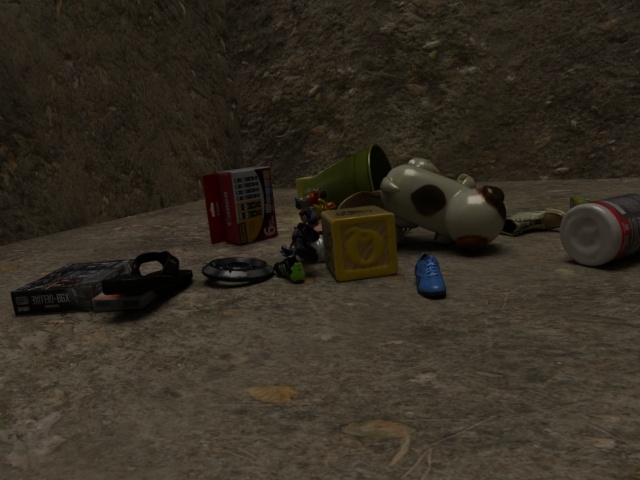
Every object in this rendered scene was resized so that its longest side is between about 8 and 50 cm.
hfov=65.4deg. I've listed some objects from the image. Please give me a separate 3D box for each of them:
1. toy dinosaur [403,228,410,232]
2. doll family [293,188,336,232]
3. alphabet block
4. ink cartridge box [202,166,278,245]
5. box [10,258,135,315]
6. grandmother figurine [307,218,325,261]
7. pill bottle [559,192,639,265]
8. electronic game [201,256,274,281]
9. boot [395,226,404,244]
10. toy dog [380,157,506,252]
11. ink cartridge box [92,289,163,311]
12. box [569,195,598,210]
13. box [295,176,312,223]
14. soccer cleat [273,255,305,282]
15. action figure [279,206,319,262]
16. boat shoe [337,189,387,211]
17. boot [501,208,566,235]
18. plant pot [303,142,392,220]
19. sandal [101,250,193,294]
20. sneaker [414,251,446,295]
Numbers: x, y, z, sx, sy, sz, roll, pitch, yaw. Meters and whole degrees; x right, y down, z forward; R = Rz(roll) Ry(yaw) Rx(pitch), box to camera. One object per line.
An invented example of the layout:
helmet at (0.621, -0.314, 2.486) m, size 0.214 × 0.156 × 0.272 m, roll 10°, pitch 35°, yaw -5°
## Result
toy dinosaur at (0.329, -0.091, 2.027) m, size 0.064 × 0.112 × 0.211 m, roll -28°, pitch -18°, yaw -16°
doll family at (-0.011, -0.088, 2.058) m, size 0.163 × 0.263 × 0.118 m, roll -20°, pitch 52°, yaw -23°
alphabet block at (0.115, 0.003, 1.531) m, size 0.193 × 0.193 × 0.197 m, roll -9°, pitch 13°, yaw -7°
ink cartridge box at (-0.339, -0.146, 2.127) m, size 0.271 × 0.310 × 0.130 m, roll -17°, pitch 16°, yaw -39°
box at (-0.743, 0.137, 1.545) m, size 0.242 × 0.077 × 0.307 m, roll -4°, pitch 12°, yaw 4°
grandmother figurine at (0.000, 0.000, 1.834) m, size 0.207 × 0.104 × 0.342 m, roll -32°, pitch 12°, yaw 9°
pill bottle at (0.864, -0.040, 1.428) m, size 0.318 × 0.177 × 0.176 m, roll -11°, pitch 13°, yaw -25°
electronic game at (-0.262, 0.095, 1.594) m, size 0.229 × 0.048 × 0.229 m, roll 3°, pitch 11°, yaw -1°
boot at (0.171, -0.022, 1.832) m, size 0.258 × 0.095 × 0.123 m, roll 4°, pitch 8°, yaw 32°
toy dog at (0.436, -0.129, 1.704) m, size 0.407 × 0.285 × 0.395 m, roll 28°, pitch 0°, yaw 35°
ink cartridge box at (-0.554, 0.156, 1.458) m, size 0.145 × 0.045 × 0.179 m, roll -4°, pitch 15°, yaw 4°
box at (0.980, -0.106, 1.853) m, size 0.043 × 0.105 × 0.179 m, roll -4°, pitch 11°, yaw 1°
box at (-0.059, -0.177, 2.323) m, size 0.058 × 0.233 × 0.087 m, roll -4°, pitch 13°, yaw 26°
soccer cleat at (-0.096, 0.079, 1.540) m, size 0.060 × 0.073 × 0.179 m, roll -11°, pitch 13°, yaw -26°
action figure at (-0.059, -0.017, 1.631) m, size 0.099 × 0.186 × 0.285 m, roll 20°, pitch 5°, yaw -12°
boat shoe at (0.184, -0.123, 1.878) m, size 0.341 × 0.122 × 0.110 m, roll -19°, pitch -4°, yaw -36°
boot at (0.767, -0.064, 1.822) m, size 0.165 × 0.077 × 0.213 m, roll -14°, pitch 10°, yaw -37°
plant pot at (0.124, -0.204, 2.209) m, size 0.352 × 0.367 × 0.366 m, roll -12°, pitch 8°, yaw 24°
sandal at (-0.491, 0.086, 1.475) m, size 0.167 × 0.107 × 0.446 m, roll -4°, pitch 0°, yaw 0°
sneaker at (0.287, 0.086, 1.324) m, size 0.069 × 0.082 × 0.209 m, roll -3°, pitch 14°, yaw 4°
